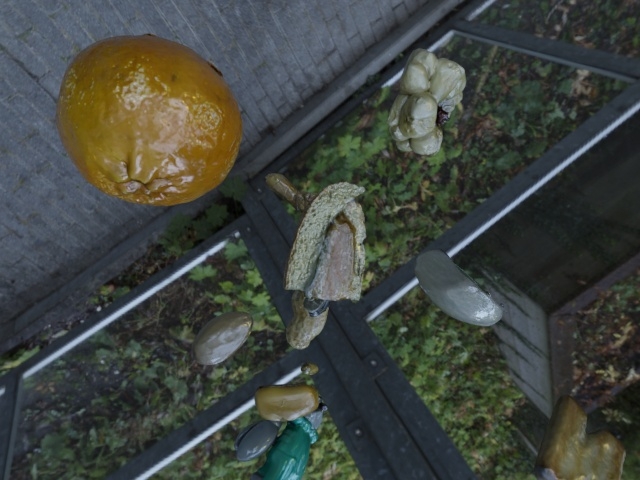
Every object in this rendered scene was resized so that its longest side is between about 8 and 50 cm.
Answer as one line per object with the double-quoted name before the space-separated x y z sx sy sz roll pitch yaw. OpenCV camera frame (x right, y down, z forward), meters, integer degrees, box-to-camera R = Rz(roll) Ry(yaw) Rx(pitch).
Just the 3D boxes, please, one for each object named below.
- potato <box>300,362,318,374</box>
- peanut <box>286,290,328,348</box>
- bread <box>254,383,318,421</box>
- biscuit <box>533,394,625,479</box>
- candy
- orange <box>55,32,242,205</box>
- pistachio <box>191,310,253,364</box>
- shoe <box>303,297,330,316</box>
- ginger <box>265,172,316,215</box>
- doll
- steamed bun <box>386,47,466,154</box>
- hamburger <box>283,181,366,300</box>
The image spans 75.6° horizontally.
"potato" -0.044 0.484 1.557 0.092 0.047 0.045 26 96 -53
"peanut" -0.046 0.269 1.595 0.154 0.140 0.324 19 93 -12
"bread" -0.061 0.292 0.734 0.116 0.056 0.082 0 144 -1
"biscuit" 0.720 0.608 1.142 0.291 0.237 0.062 -44 173 -36
"candy" 0.549 0.212 1.656 0.186 0.386 0.427 -50 140 5
"orange" -0.327 -0.216 0.814 0.342 0.292 0.340 0 154 0
"pistachio" -0.321 0.315 1.359 0.226 0.136 0.135 -35 133 -18
"shoe" 0.007 0.200 1.402 0.169 0.071 0.099 -46 148 -34
"ginger" -0.051 -0.107 1.062 0.214 0.133 0.059 43 79 -4
"doll" -0.085 0.497 0.976 0.258 0.153 0.194 -19 101 -46
"steamed bun" 0.209 -0.265 0.788 0.177 0.106 0.192 -68 155 -4
"hamburger" 0.000 0.000 0.731 0.136 0.155 0.207 4 92 -15
